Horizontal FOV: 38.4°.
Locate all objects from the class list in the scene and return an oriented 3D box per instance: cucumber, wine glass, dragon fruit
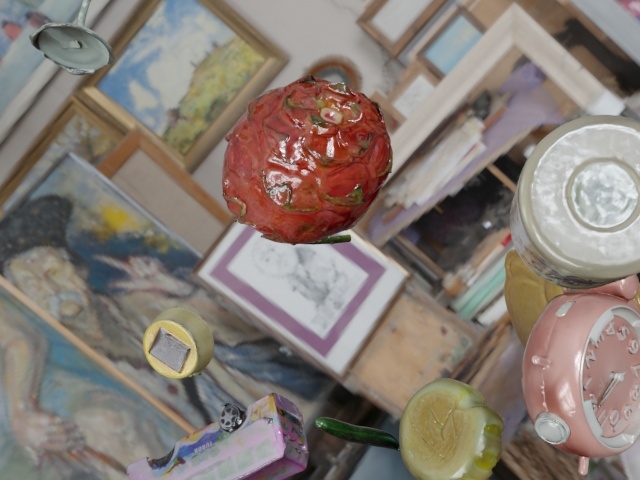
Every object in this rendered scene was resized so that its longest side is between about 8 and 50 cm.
[{"bbox_3d":[0.064,0.340,1.617,0.036,0.184,0.033,-21,56,52],"label":"cucumber"},{"bbox_3d":[-0.352,-0.378,1.396,0.156,0.156,0.232,-38,40,56],"label":"wine glass"},{"bbox_3d":[-0.020,-0.110,1.275,0.252,0.241,0.241,-53,6,18],"label":"dragon fruit"}]

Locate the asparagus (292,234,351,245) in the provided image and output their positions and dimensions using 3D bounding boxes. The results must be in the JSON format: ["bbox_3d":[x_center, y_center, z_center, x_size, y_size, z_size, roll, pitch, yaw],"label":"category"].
[{"bbox_3d":[0.000,0.000,1.732,0.015,0.127,0.018,60,145,41],"label":"asparagus"}]

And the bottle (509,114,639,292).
[{"bbox_3d":[0.175,-0.022,0.623,0.097,0.110,0.209,-14,-7,7],"label":"bottle"}]

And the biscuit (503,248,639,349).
[{"bbox_3d":[0.452,0.130,1.671,0.057,0.312,0.351,-24,-17,-26],"label":"biscuit"}]

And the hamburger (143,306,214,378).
[{"bbox_3d":[-0.251,0.187,1.634,0.081,0.126,0.141,-33,-44,-65],"label":"hamburger"}]

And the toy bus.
[{"bbox_3d":[-0.151,0.322,1.326,0.274,0.090,0.112,-30,50,18],"label":"toy bus"}]

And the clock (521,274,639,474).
[{"bbox_3d":[0.358,0.185,1.268,0.142,0.227,0.241,-5,29,46],"label":"clock"}]

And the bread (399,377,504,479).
[{"bbox_3d":[0.235,0.352,1.642,0.213,0.104,0.213,-24,52,34],"label":"bread"}]
